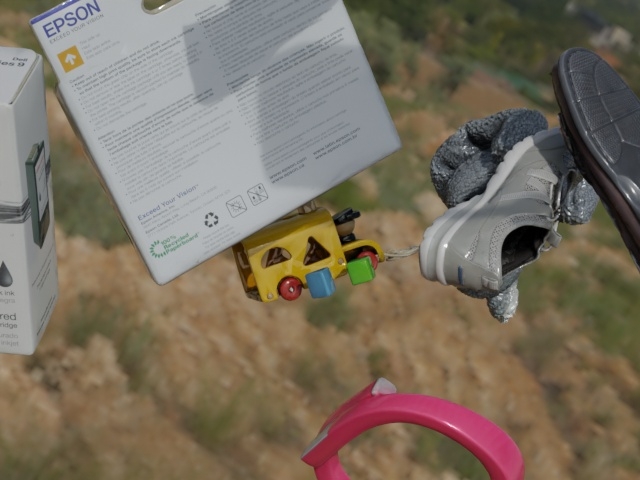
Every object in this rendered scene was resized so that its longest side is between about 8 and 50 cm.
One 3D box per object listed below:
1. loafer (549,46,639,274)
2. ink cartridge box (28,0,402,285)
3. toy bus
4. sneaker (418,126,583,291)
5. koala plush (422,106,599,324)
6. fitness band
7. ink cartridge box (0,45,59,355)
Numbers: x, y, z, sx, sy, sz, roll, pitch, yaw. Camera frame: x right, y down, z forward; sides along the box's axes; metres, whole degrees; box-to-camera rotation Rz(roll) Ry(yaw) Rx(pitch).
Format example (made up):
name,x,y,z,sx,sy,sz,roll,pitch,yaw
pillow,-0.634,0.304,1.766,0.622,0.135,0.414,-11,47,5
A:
name,x,y,z,sx,sy,sz,roll,pitch,yaw
loafer,0.330,-0.069,1.936,0.109,0.095,0.302,-18,72,-39
ink cartridge box,-0.112,-0.169,1.892,0.330,0.324,0.071,66,-14,-21
toy bus,-0.009,0.004,2.104,0.202,0.191,0.104,-29,103,-59
sneaker,0.237,-0.024,1.982,0.115,0.105,0.281,26,54,33
koala plush,0.214,-0.020,2.183,0.203,0.221,0.196,-9,-35,41
fitness band,0.100,0.254,1.926,0.209,0.291,0.054,36,52,-8
ink cartridge box,-0.381,-0.043,1.725,0.211,0.289,0.121,4,31,5
